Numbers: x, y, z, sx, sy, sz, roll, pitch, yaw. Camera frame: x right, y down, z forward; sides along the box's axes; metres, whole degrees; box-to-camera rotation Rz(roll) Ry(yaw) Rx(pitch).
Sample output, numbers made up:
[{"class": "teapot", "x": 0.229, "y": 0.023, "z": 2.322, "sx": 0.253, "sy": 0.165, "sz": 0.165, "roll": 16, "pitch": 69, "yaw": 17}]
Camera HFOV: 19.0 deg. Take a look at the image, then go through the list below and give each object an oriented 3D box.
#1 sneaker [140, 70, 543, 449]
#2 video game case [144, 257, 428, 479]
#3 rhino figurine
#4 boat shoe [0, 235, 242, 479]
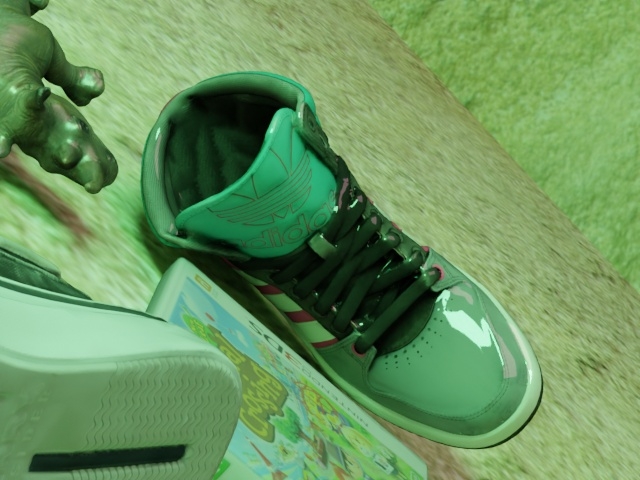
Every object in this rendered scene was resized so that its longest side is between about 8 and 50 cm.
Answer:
[{"class": "sneaker", "x": 0.000, "y": 0.000, "z": 1.130, "sx": 0.295, "sy": 0.124, "sz": 0.178, "roll": 40, "pitch": -1, "yaw": 25}, {"class": "video game case", "x": -0.018, "y": 0.102, "z": 1.009, "sx": 0.193, "sy": 0.023, "sz": 0.212, "roll": 41, "pitch": 13, "yaw": -8}, {"class": "rhino figurine", "x": -0.180, "y": -0.100, "z": 1.082, "sx": 0.106, "sy": 0.073, "sz": 0.243, "roll": 34, "pitch": 16, "yaw": -50}, {"class": "boat shoe", "x": -0.160, "y": 0.046, "z": 0.607, "sx": 0.119, "sy": 0.121, "sz": 0.335, "roll": 25, "pitch": 2, "yaw": 30}]
